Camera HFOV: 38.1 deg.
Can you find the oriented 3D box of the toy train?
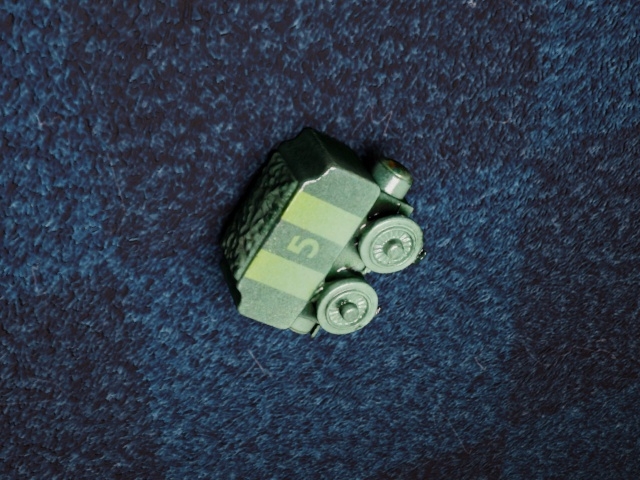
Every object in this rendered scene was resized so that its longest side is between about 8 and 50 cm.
[{"bbox_3d":[0.000,0.000,1.316,0.238,0.167,0.299,22,110,-29],"label":"toy train"}]
